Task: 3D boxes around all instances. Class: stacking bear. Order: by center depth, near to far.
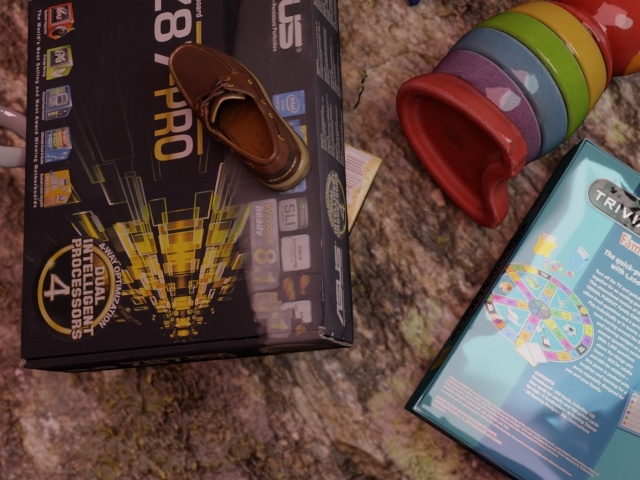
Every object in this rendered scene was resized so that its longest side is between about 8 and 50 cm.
[{"bbox_3d":[0.236,-0.178,1.022,0.289,0.175,0.164,-38,69,-16],"label":"stacking bear"}]

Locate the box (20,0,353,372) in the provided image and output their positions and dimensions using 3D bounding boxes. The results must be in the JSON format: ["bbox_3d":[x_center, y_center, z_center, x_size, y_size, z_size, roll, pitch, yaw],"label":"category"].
[{"bbox_3d":[-0.135,-0.078,0.953,0.318,0.097,0.394,-6,76,18],"label":"box"}]

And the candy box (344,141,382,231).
[{"bbox_3d":[0.000,0.000,1.003,0.053,0.109,0.186,23,81,2],"label":"candy box"}]

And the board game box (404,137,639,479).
[{"bbox_3d":[0.286,0.104,1.014,0.254,0.079,0.336,34,81,2],"label":"board game box"}]

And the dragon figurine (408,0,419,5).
[{"bbox_3d":[0.124,-0.395,1.025,0.085,0.289,0.144,-5,44,-5],"label":"dragon figurine"}]

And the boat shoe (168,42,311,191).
[{"bbox_3d":[-0.077,-0.118,0.855,0.064,0.060,0.178,-44,67,6],"label":"boat shoe"}]

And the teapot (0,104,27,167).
[{"bbox_3d":[-0.448,-0.157,0.979,0.253,0.187,0.256,-16,109,14],"label":"teapot"}]
